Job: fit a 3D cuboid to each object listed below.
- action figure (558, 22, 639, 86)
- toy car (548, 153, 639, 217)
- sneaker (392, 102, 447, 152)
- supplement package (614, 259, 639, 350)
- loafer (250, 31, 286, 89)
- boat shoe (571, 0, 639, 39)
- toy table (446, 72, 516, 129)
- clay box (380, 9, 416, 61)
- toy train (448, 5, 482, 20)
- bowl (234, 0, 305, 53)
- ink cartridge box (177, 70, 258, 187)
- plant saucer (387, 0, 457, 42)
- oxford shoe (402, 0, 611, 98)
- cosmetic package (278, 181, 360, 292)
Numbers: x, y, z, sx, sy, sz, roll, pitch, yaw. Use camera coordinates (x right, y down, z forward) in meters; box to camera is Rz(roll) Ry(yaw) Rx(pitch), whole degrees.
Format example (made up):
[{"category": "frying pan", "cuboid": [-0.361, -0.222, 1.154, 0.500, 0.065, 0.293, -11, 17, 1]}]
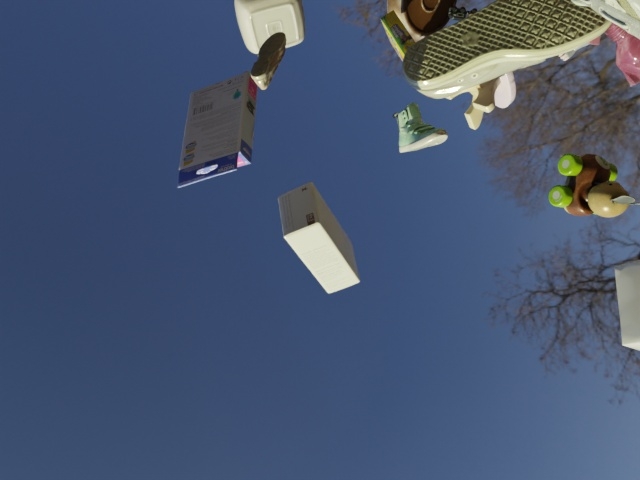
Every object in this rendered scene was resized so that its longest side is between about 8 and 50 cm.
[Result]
[{"category": "action figure", "cuboid": [0.909, -0.637, 1.733, 0.370, 0.276, 0.248, 38, -97, -3]}, {"category": "toy car", "cuboid": [0.656, -0.114, 1.319, 0.154, 0.188, 0.149, 7, -77, -28]}, {"category": "sneaker", "cuboid": [0.310, -0.368, 1.839, 0.094, 0.256, 0.151, -12, -84, -18]}, {"category": "supplement package", "cuboid": [0.855, 0.159, 1.331, 0.262, 0.199, 0.198, 18, -115, -27]}, {"category": "loafer", "cuboid": [-0.097, -0.343, 1.102, 0.039, 0.045, 0.125, 64, -138, -53]}, {"category": "boat shoe", "cuboid": [0.411, -0.345, 0.790, 0.320, 0.118, 0.103, -85, -17, -62]}, {"category": "toy table", "cuboid": [0.522, -0.517, 1.921, 0.161, 0.252, 0.274, -42, -62, -7]}, {"category": "clay box", "cuboid": [0.265, -0.577, 1.755, 0.127, 0.053, 0.222, 40, -157, -61]}, {"category": "toy train", "cuboid": [0.408, -0.576, 1.488, 0.158, 0.027, 0.036, 6, -85, -2]}, {"category": "bowl", "cuboid": [-0.099, -0.455, 1.199, 0.141, 0.142, 0.053, -15, -129, -3]}, {"category": "ink cartridge box", "cuboid": [-0.258, -0.272, 1.463, 0.065, 0.185, 0.311, 47, -142, -50]}, {"category": "plant saucer", "cuboid": [0.356, -0.812, 1.928, 0.310, 0.050, 0.311, -18, -55, -28]}, {"category": "oxford shoe", "cuboid": [0.404, -0.436, 1.279, 0.130, 0.448, 0.169, 26, -129, -63]}, {"category": "cosmetic package", "cuboid": [0.000, 0.000, 1.202, 0.231, 0.085, 0.117, 53, -160, -46]}]
